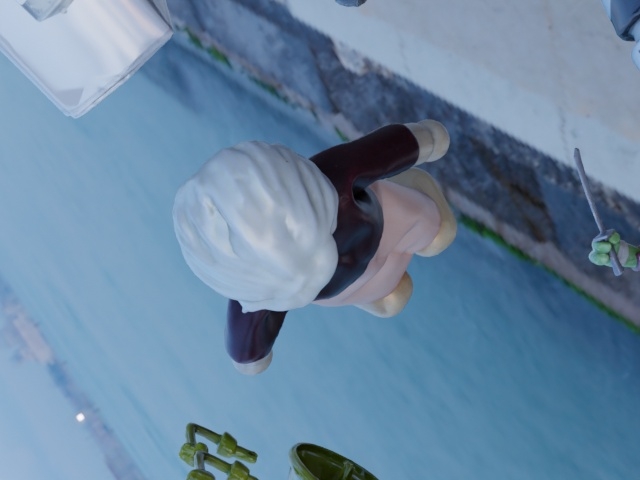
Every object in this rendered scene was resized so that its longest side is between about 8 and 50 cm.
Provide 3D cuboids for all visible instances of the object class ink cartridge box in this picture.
[{"bbox_3d":[-0.197,-0.199,0.709,0.218,0.092,0.158,49,-171,-27],"label":"ink cartridge box"}]

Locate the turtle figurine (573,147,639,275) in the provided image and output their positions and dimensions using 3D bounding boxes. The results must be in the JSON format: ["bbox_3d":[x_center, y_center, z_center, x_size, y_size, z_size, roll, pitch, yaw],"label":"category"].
[{"bbox_3d":[0.409,0.004,1.281,0.274,0.198,0.266,77,-176,-49],"label":"turtle figurine"}]

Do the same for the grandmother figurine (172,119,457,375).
[{"bbox_3d":[0.000,0.000,0.736,0.104,0.207,0.342,29,-177,17],"label":"grandmother figurine"}]

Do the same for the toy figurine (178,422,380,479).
[{"bbox_3d":[-0.019,0.285,0.766,0.362,0.191,0.217,-149,71,-74],"label":"toy figurine"}]

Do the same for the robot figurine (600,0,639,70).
[{"bbox_3d":[0.263,-0.231,0.802,0.209,0.174,0.278,-9,-105,-57],"label":"robot figurine"}]

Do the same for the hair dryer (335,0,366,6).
[{"bbox_3d":[0.035,-0.370,1.103,0.224,0.293,0.080,35,155,19],"label":"hair dryer"}]
